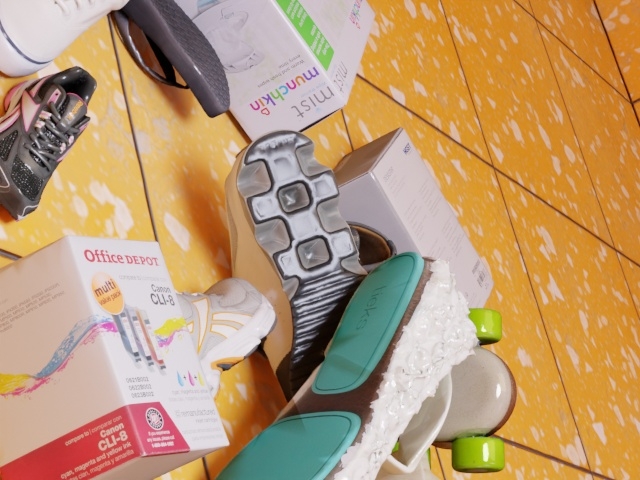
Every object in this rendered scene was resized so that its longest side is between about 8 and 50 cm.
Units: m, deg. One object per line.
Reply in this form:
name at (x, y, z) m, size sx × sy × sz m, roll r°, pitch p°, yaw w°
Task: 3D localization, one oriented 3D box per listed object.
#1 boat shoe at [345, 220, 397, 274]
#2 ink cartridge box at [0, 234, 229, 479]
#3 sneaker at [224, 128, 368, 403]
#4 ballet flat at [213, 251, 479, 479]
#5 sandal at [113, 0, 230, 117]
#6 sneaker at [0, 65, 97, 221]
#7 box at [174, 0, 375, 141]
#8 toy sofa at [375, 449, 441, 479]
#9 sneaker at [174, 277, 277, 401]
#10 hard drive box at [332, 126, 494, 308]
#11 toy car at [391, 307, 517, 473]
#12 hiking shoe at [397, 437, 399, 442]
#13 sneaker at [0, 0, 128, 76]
boat shoe at (0.000, 0.000, 1.802) m, size 0.233 × 0.079 × 0.084 m, roll 20°, pitch 50°, yaw -56°
ink cartridge box at (-0.176, 0.099, 1.266) m, size 0.128 × 0.127 × 0.176 m, roll 5°, pitch 60°, yaw -63°
sneaker at (-0.015, 0.063, 1.640) m, size 0.122 × 0.146 × 0.331 m, roll -13°, pitch 86°, yaw -22°
ballet flat at (0.032, 0.177, 1.458) m, size 0.147 × 0.147 × 0.409 m, roll 54°, pitch 51°, yaw -21°
sandal at (-0.180, -0.227, 1.705) m, size 0.254 × 0.054 × 0.097 m, roll 52°, pitch 17°, yaw -4°
sneaker at (-0.234, -0.094, 1.407) m, size 0.072 × 0.077 × 0.178 m, roll 47°, pitch 29°, yaw -31°
box at (-0.064, -0.264, 1.884) m, size 0.231 × 0.126 × 0.262 m, roll 53°, pitch 24°, yaw -19°
toy sofa at (0.135, 0.361, 1.620) m, size 0.362 × 0.150 × 0.177 m, roll 42°, pitch 30°, yaw -41°
sneaker at (-0.124, 0.072, 1.450) m, size 0.121 × 0.099 × 0.262 m, roll 55°, pitch 23°, yaw -9°
hard drive box at (0.101, 0.004, 1.992) m, size 0.232 × 0.089 × 0.181 m, roll 60°, pitch 23°, yaw -10°
toy car at (0.143, 0.165, 1.690) m, size 0.188 × 0.149 × 0.155 m, roll 31°, pitch 56°, yaw -62°
hiking shoe at (0.036, 0.143, 1.715) m, size 0.114 × 0.086 × 0.227 m, roll 26°, pitch 44°, yaw -60°
sneaker at (-0.234, -0.228, 1.525) m, size 0.094 × 0.091 × 0.258 m, roll 56°, pitch 24°, yaw -16°
